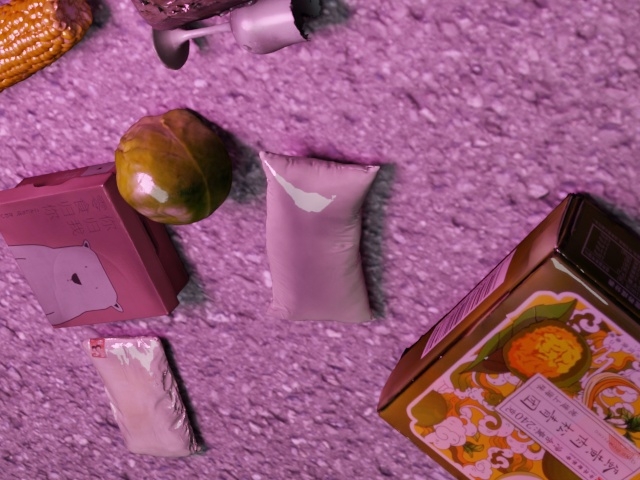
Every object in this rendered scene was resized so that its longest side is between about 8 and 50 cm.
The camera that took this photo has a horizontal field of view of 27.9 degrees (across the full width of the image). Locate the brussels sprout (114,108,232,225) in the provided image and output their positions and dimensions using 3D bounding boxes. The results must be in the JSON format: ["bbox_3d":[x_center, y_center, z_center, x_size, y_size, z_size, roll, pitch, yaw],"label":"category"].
[{"bbox_3d":[-0.185,-0.084,1.596,0.155,0.155,0.118,15,129,17],"label":"brussels sprout"}]

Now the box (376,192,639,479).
[{"bbox_3d":[0.332,0.202,1.544,0.420,0.138,0.373,40,131,-3],"label":"box"}]

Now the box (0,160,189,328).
[{"bbox_3d":[-0.312,0.004,1.756,0.215,0.086,0.215,-8,118,30],"label":"box"}]

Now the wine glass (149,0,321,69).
[{"bbox_3d":[-0.096,-0.247,1.474,0.195,0.079,0.079,-5,120,30],"label":"wine glass"}]

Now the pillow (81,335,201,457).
[{"bbox_3d":[-0.264,0.232,1.917,0.128,0.051,0.229,-4,122,20],"label":"pillow"}]

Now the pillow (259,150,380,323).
[{"bbox_3d":[0.001,0.000,1.604,0.144,0.078,0.254,7,126,10],"label":"pillow"}]

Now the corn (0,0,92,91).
[{"bbox_3d":[-0.408,-0.239,1.625,0.310,0.101,0.101,-19,113,32],"label":"corn"}]

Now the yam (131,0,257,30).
[{"bbox_3d":[-0.088,-0.333,1.335,0.271,0.203,0.201,-13,152,28],"label":"yam"}]
